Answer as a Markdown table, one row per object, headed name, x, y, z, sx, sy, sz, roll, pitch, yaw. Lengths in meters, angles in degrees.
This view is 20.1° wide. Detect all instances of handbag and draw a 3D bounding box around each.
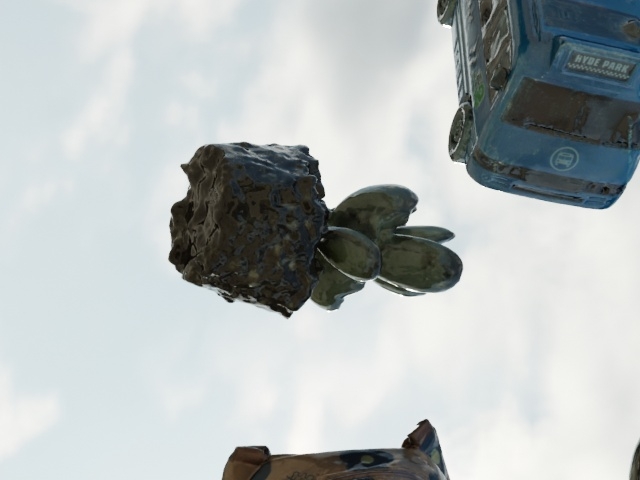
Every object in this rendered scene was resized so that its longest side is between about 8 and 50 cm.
| name | x | y | z | sx | sy | sz | roll | pitch | yaw |
| --- | --- | --- | --- | --- | --- | --- | --- | --- | --- |
| handbag | 0.020 | 0.290 | 1.681 | 0.190 | 0.251 | 0.193 | -109 | -165 | -59 |

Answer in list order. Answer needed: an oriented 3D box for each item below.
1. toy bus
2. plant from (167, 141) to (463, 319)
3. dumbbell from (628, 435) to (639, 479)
| name | x | y | z | sx | sy | sz | roll | pitch | yaw |
| --- | --- | --- | --- | --- | --- | --- | --- | --- | --- |
| toy bus | 0.153 | -0.143 | 1.203 | 0.246 | 0.113 | 0.134 | -90 | -164 | -45 |
| plant | 0.000 | 0.001 | 1.656 | 0.149 | 0.274 | 0.146 | -62 | -144 | 25 |
| dumbbell | 0.318 | 0.246 | 1.433 | 0.406 | 0.179 | 0.179 | 83 | -8 | -63 |
